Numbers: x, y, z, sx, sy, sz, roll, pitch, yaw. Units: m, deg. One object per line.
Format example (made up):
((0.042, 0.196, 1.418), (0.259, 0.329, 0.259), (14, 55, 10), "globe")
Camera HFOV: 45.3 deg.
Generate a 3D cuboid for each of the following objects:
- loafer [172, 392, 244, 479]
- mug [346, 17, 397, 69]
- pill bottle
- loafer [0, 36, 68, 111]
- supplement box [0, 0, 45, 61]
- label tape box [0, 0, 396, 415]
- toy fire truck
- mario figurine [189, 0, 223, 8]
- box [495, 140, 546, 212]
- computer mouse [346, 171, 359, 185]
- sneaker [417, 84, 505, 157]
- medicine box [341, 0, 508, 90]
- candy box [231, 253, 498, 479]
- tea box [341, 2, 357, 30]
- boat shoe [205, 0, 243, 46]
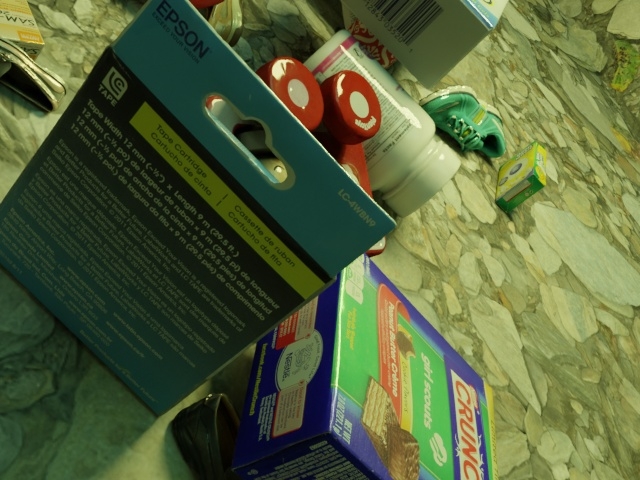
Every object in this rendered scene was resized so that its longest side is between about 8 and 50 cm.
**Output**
((-0.080, 0.227, 0.734), (0.062, 0.061, 0.170), (-18, 72, -55), "loafer")
((0.094, -0.352, 1.399), (0.113, 0.169, 0.150), (51, 33, 3), "mug")
((0.079, -0.181, 1.224), (0.283, 0.160, 0.160), (45, 34, -7), "pill bottle")
((-0.345, -0.190, 0.861), (0.125, 0.045, 0.039), (30, 45, -30), "loafer")
((-0.373, -0.260, 0.900), (0.062, 0.036, 0.098), (-5, 61, -50), "supplement box")
((-0.119, -0.026, 0.681), (0.249, 0.348, 0.115), (46, 34, -5), "label tape box")
((-0.033, -0.089, 1.028), (0.302, 0.169, 0.253), (-4, 79, -49), "toy fire truck")
((-0.245, -0.486, 1.140), (0.320, 0.170, 0.198), (42, 51, -2), "mario figurine")
((0.428, -0.143, 1.630), (0.043, 0.105, 0.179), (43, 34, -11), "box")
((0.000, 0.000, 0.963), (0.106, 0.193, 0.042), (-2, 25, -43), "computer mouse")
((0.305, -0.245, 1.600), (0.275, 0.107, 0.110), (12, 58, -42), "sneaker")
((0.165, -0.431, 1.270), (0.263, 0.149, 0.289), (43, 36, -8), "medicine box")
((0.069, 0.198, 0.826), (0.317, 0.122, 0.268), (48, 30, -29), "candy box")
((0.182, -0.601, 1.570), (0.323, 0.220, 0.328), (-46, 133, -56), "tea box")
((-0.167, -0.399, 1.249), (0.072, 0.068, 0.190), (13, 47, -26), "boat shoe")
